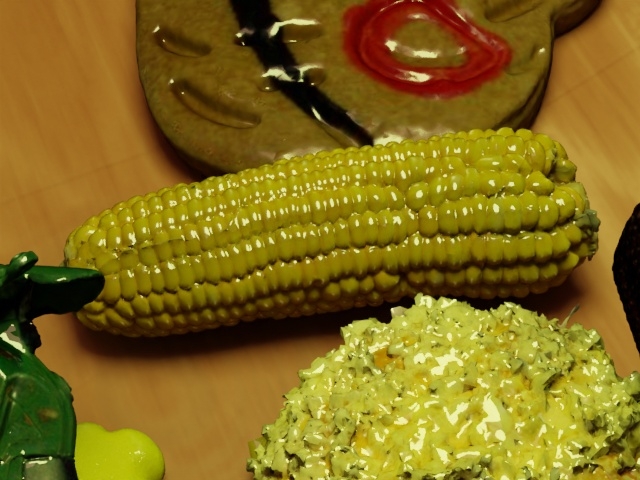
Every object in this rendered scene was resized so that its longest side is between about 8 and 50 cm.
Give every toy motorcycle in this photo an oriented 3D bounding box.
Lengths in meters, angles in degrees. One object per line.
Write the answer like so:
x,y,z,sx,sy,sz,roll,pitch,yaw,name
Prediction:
-0.146,0.116,0.986,0.187,0.125,0.275,-40,81,-13,toy motorcycle

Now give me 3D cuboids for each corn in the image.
0.000,-0.004,1.140,0.313,0.102,0.102,-6,49,0,corn

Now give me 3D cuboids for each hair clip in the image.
-0.161,0.150,1.060,0.173,0.046,0.072,-28,56,-20,hair clip

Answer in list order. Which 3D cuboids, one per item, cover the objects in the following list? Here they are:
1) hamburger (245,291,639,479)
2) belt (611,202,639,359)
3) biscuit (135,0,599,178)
0.070,0.138,0.984,0.243,0.139,0.262,-11,48,-5,hamburger
0.282,0.031,0.992,0.289,0.184,0.164,14,41,-33,belt
0.035,-0.170,1.308,0.314,0.063,0.367,-5,48,3,biscuit
